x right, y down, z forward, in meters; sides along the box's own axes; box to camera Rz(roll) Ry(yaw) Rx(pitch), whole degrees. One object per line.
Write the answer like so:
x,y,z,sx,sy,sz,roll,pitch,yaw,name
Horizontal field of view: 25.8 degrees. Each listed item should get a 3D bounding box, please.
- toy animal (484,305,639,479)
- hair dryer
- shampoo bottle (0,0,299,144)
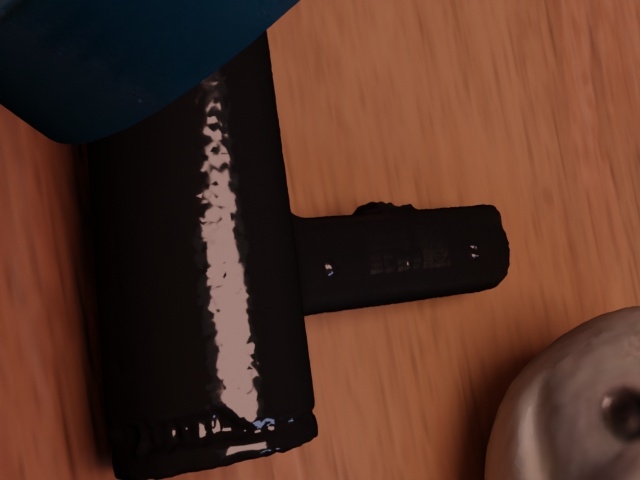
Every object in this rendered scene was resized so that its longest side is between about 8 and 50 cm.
0.201,0.181,0.707,0.249,0.174,0.289,10,76,-23,toy animal
0.000,0.000,0.655,0.251,0.089,0.197,1,78,-47,hair dryer
-0.121,-0.262,0.443,0.343,0.331,0.331,38,60,-25,shampoo bottle
